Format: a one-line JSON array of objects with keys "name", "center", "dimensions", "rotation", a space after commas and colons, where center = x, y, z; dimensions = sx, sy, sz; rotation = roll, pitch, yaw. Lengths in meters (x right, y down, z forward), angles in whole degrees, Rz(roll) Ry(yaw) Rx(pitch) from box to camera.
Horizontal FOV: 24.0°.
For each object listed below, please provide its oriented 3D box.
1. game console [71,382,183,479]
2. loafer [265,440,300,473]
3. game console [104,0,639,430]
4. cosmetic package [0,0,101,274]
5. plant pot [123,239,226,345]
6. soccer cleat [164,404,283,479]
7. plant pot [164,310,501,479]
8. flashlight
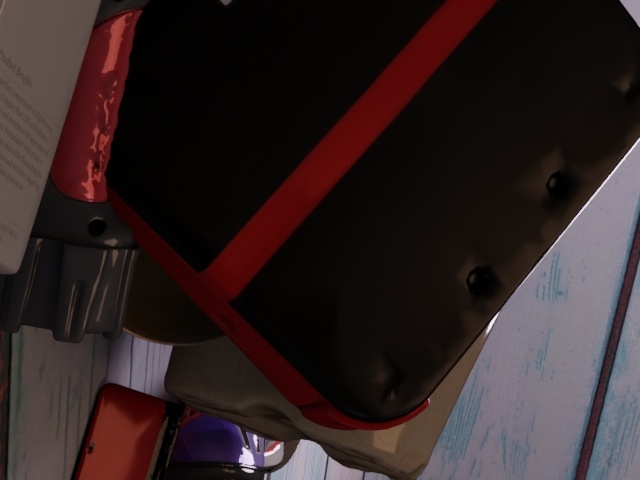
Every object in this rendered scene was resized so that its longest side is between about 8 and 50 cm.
[{"name": "game console", "center": [-0.174, 0.193, 1.231], "dimensions": [0.124, 0.085, 0.144], "rotation": [-10, -118, 68]}, {"name": "loafer", "center": [-0.047, 0.156, 1.644], "dimensions": [0.102, 0.092, 0.268], "rotation": [-74, -173, -46]}, {"name": "game console", "center": [0.044, -0.096, 1.036], "dimensions": [0.386, 0.342, 0.060], "rotation": [-49, -160, -17]}, {"name": "cosmetic package", "center": [-0.166, -0.110, 0.721], "dimensions": [0.117, 0.086, 0.231], "rotation": [63, 39, -74]}, {"name": "plant pot", "center": [-0.090, -0.046, 1.033], "dimensions": [0.236, 0.032, 0.236], "rotation": [-9, 104, -39]}, {"name": "soccer cleat", "center": [-0.093, 0.168, 1.407], "dimensions": [0.318, 0.109, 0.116], "rotation": [17, 76, -82]}, {"name": "plant pot", "center": [0.025, 0.021, 1.238], "dimensions": [0.334, 0.334, 0.305], "rotation": [61, 47, -74]}, {"name": "flashlight", "center": [-0.122, -0.095, 0.857], "dimensions": [0.103, 0.103, 0.304], "rotation": [3, 100, -44]}]
